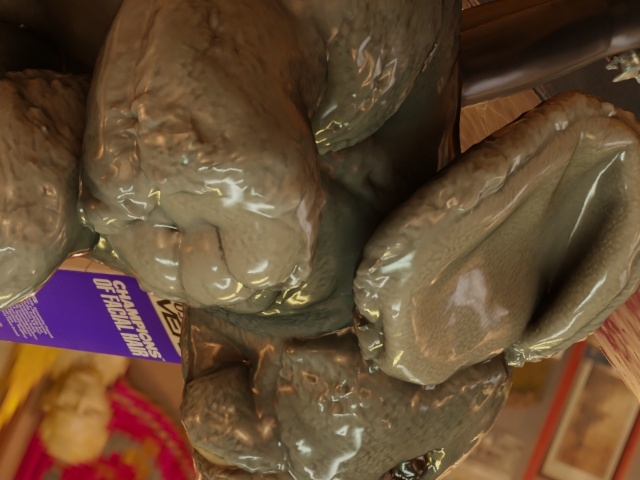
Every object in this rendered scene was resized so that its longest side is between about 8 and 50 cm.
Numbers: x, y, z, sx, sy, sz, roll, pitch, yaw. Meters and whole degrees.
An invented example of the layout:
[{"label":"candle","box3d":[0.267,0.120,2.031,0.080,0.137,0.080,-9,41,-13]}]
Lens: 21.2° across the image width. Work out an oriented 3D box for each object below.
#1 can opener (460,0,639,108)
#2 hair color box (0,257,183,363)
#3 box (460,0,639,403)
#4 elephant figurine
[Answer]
[{"label":"can opener","box3d":[0.081,-0.077,0.602,0.186,0.073,0.059,-27,-168,-39]},{"label":"hair color box","box3d":[-0.177,0.001,1.468,0.339,0.185,0.110,3,131,35]},{"label":"box","box3d":[0.232,-0.176,1.283,0.480,0.297,0.472,57,180,24]},{"label":"elephant figurine","box3d":[0.000,0.000,0.452,0.186,0.169,0.239,-28,134,21]}]
